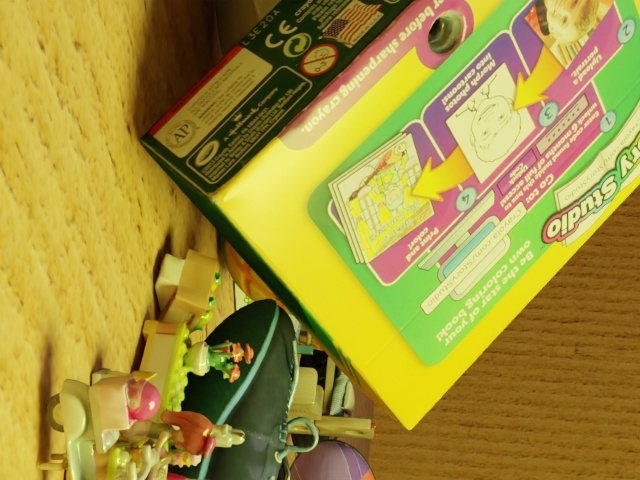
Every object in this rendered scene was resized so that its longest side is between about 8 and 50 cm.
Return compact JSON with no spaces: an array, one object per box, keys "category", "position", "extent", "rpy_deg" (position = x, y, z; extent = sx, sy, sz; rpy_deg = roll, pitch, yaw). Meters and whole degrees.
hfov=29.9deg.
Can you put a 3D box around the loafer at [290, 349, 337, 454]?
[{"category":"loafer","position":[0.002,0.226,1.608],"extent":[0.223,0.076,0.078],"rpy_deg":[-82,165,-62]}]

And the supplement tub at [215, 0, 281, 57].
[{"category":"supplement tub","position":[0.029,-0.180,0.956],"extent":[0.144,0.200,0.144],"rpy_deg":[167,-90,-72]}]

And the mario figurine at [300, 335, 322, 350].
[{"category":"mario figurine","position":[0.066,-0.004,1.604],"extent":[0.198,0.170,0.320],"rpy_deg":[-1,-104,62]}]

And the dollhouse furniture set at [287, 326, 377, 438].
[{"category":"dollhouse furniture set","position":[-0.001,0.133,1.305],"extent":[0.183,0.129,0.129],"rpy_deg":[75,19,-70]}]

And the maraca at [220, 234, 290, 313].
[{"category":"maraca","position":[0.000,0.000,1.022],"extent":[0.127,0.186,0.099],"rpy_deg":[68,24,-16]}]

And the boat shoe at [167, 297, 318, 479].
[{"category":"boat shoe","position":[-0.069,0.159,0.843],"extent":[0.089,0.109,0.258],"rpy_deg":[45,48,-27]}]

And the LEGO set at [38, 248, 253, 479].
[{"category":"LEGO set","position":[-0.075,0.103,0.744],"extent":[0.287,0.107,0.132],"rpy_deg":[-64,156,-73]}]

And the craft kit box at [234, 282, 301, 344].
[{"category":"craft kit box","position":[-0.041,-0.032,1.214],"extent":[0.250,0.061,0.246],"rpy_deg":[-76,170,-59]}]

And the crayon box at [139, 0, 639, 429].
[{"category":"crayon box","position":[0.100,-0.085,0.872],"extent":[0.363,0.106,0.313],"rpy_deg":[-45,137,-8]}]

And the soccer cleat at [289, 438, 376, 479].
[{"category":"soccer cleat","position":[-0.005,0.315,1.018],"extent":[0.116,0.109,0.318],"rpy_deg":[71,25,-62]}]
